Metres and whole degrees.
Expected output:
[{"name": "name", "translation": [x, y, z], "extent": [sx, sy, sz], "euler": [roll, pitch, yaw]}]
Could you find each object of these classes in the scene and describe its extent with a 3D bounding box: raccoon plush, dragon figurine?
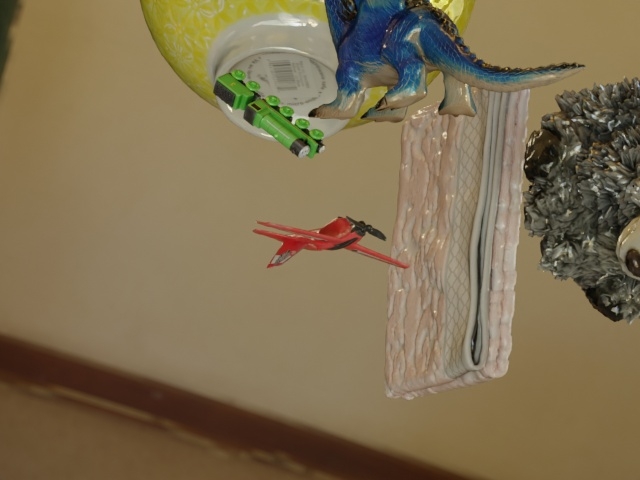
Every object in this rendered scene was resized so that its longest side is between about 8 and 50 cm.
[{"name": "raccoon plush", "translation": [0.394, -0.095, 1.803], "extent": [0.299, 0.446, 0.216], "euler": [-1, -48, 50]}, {"name": "dragon figurine", "translation": [0.058, -0.156, 1.293], "extent": [0.085, 0.144, 0.289], "euler": [0, 0, -30]}]

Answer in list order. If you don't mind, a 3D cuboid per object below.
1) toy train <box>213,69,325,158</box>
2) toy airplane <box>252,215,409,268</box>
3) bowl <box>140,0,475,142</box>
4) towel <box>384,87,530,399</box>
[{"name": "toy train", "translation": [-0.032, -0.076, 1.168], "extent": [0.083, 0.017, 0.024], "euler": [39, 43, 23]}, {"name": "toy airplane", "translation": [0.000, 0.000, 1.619], "extent": [0.151, 0.028, 0.151], "euler": [6, -16, 2]}, {"name": "bowl", "translation": [-0.019, -0.174, 1.560], "extent": [0.289, 0.289, 0.156], "euler": [16, 51, -10]}, {"name": "towel", "translation": [0.140, 0.000, 2.086], "extent": [0.053, 0.332, 0.317], "euler": [8, -10, -14]}]
